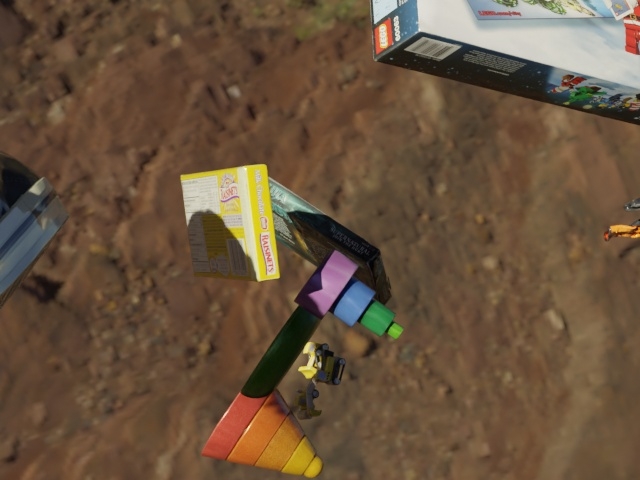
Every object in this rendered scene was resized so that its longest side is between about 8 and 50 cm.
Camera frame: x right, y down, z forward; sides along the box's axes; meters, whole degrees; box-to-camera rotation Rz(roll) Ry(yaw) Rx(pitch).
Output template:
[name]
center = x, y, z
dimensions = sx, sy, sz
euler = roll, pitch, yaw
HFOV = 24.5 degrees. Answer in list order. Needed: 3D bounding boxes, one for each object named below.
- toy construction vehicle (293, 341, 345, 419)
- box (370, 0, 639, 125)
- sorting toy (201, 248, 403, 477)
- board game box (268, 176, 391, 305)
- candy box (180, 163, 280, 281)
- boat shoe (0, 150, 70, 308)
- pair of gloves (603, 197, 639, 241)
[toy construction vehicle]
center = -0.009, 0.166, 1.778
dimensions = 0.035, 0.086, 0.098
euler = 22, 75, -22
[box]
center = 0.133, -0.161, 0.863
dimensions = 0.233, 0.044, 0.159
euler = 10, 67, -32
[sorting toy]
center = -0.008, 0.152, 1.543
dimensions = 0.126, 0.365, 0.127
euler = 35, 49, 2
[board game box]
center = 0.000, 0.000, 1.755
dimensions = 0.026, 0.186, 0.126
euler = -49, 156, -16
[candy box]
center = -0.088, -0.016, 1.401
dimensions = 0.027, 0.206, 0.105
euler = -6, 93, -21
[boat shoe]
center = -0.292, 0.036, 0.887
dimensions = 0.156, 0.187, 0.500
euler = 39, 17, -7
[pair of gloves]
center = 0.234, -0.018, 0.995
dimensions = 0.074, 0.083, 0.010
euler = -8, 70, -6
